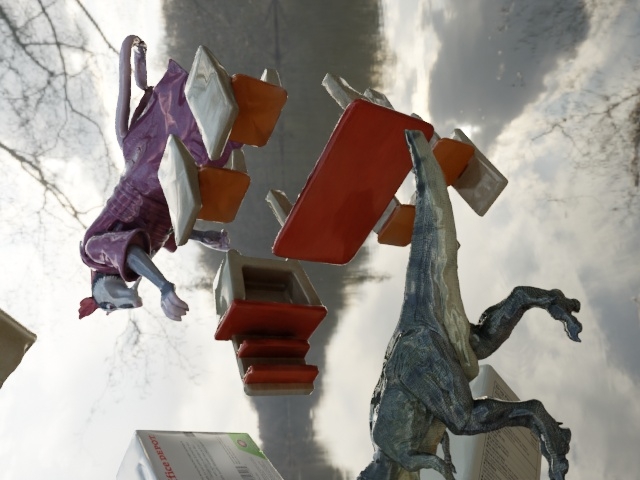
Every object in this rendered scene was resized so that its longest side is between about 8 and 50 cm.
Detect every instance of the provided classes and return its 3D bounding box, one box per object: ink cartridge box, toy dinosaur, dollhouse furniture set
[{"bbox_3d":[-0.228,0.475,1.045,0.198,0.273,0.114,32,100,50],"label":"ink cartridge box"},{"bbox_3d":[0.086,0.071,0.317,0.064,0.118,0.268,-2,-80,-69],"label":"toy dinosaur"},{"bbox_3d":[0.000,0.000,0.460,0.259,0.262,0.135,-60,37,31],"label":"dollhouse furniture set"}]

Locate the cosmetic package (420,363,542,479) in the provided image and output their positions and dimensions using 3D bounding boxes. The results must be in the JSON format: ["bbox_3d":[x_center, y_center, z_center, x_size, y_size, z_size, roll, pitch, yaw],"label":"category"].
[{"bbox_3d":[0.186,0.333,0.681,0.160,0.113,0.309,49,-138,-19],"label":"cosmetic package"}]

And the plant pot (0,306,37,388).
[{"bbox_3d":[-0.802,0.218,1.131,0.334,0.305,0.334,-45,19,20],"label":"plant pot"}]

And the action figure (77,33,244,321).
[{"bbox_3d":[-0.236,-0.057,0.711,0.370,0.276,0.248,-56,9,1],"label":"action figure"}]
